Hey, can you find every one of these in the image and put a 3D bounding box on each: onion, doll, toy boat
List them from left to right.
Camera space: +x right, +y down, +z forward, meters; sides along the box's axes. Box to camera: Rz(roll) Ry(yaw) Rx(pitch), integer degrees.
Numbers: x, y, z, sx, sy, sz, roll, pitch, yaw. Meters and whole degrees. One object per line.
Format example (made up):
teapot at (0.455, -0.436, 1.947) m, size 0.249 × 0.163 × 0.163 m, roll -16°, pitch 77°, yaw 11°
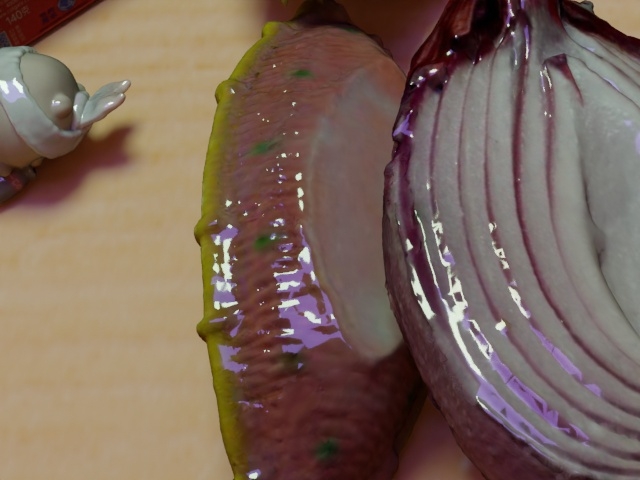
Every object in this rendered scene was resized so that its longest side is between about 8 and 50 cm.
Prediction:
doll at (-0.161, -0.060, 0.943) m, size 0.127 × 0.073 × 0.084 m, roll 1°, pitch 95°, yaw 8°
toy boat at (0.003, -0.001, 0.856) m, size 0.141 × 0.099 × 0.318 m, roll 22°, pitch 55°, yaw -24°
onion at (0.123, 0.002, 0.797) m, size 0.227 × 0.120 × 0.283 m, roll -10°, pitch 61°, yaw -22°

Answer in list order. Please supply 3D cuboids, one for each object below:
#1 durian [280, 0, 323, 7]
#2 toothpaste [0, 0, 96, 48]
durian at (0.023, -0.214, 0.946) m, size 0.165 × 0.132 × 0.182 m, roll -14°, pitch 79°, yaw -11°
toothpaste at (-0.190, -0.147, 1.001) m, size 0.320 × 0.066 × 0.076 m, roll -35°, pitch 58°, yaw -12°
